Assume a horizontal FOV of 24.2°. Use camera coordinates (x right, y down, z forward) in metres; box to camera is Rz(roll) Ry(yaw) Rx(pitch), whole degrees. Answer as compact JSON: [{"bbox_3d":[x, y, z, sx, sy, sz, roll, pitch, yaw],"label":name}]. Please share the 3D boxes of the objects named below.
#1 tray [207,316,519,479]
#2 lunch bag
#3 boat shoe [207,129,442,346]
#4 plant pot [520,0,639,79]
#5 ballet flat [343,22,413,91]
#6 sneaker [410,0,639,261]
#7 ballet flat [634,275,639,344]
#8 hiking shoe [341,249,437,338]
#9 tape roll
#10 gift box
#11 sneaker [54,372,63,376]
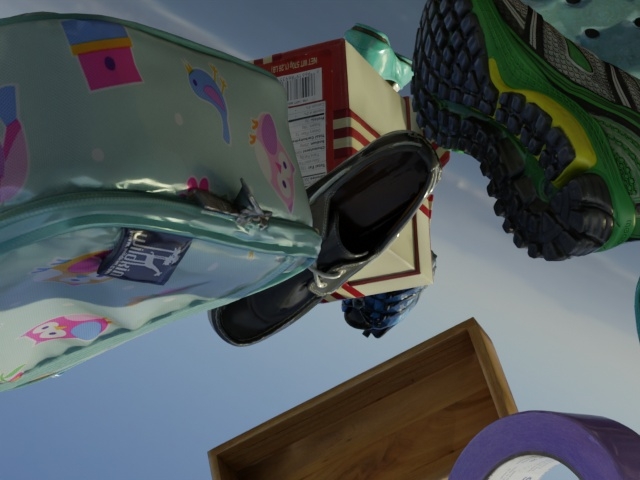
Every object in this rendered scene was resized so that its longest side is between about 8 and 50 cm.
[{"bbox_3d":[0.059,0.282,1.934,0.076,0.410,0.203,47,-161,-46],"label":"tray"},{"bbox_3d":[-0.144,0.002,0.666,0.279,0.108,0.224,-20,163,26],"label":"lunch bag"},{"bbox_3d":[0.000,0.000,1.188,0.084,0.233,0.079,48,-174,-13],"label":"boat shoe"},{"bbox_3d":[0.305,-0.346,1.521,0.341,0.334,0.341,8,147,5],"label":"plant pot"},{"bbox_3d":[0.070,-0.229,2.014,0.083,0.087,0.247,25,-176,15],"label":"ballet flat"},{"bbox_3d":[0.178,-0.108,1.208,0.146,0.134,0.344,-4,-137,-25],"label":"sneaker"},{"bbox_3d":[0.391,0.218,1.125,0.164,0.483,0.182,-24,-170,-25],"label":"ballet flat"},{"bbox_3d":[0.081,0.058,1.932,0.113,0.132,0.304,28,175,17],"label":"hiking shoe"},{"bbox_3d":[0.249,0.318,1.565,0.090,0.275,0.274,11,-169,-40],"label":"tape roll"},{"bbox_3d":[-0.003,-0.080,1.702,0.255,0.276,0.258,-6,159,24],"label":"gift box"},{"bbox_3d":[-0.225,0.069,1.283,0.059,0.053,0.144,31,137,-9],"label":"sneaker"}]
